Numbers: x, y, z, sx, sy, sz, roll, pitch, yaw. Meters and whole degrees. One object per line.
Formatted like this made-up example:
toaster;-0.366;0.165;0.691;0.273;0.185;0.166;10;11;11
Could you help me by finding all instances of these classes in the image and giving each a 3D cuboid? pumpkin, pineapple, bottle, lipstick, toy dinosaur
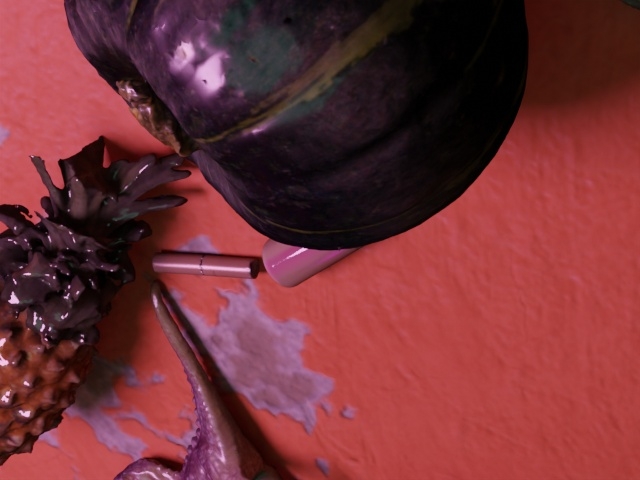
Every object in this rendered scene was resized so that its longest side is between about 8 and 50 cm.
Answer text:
pumpkin;-0.017;-0.145;1.035;0.323;0.323;0.241;44;87;-9
pineapple;-0.231;0.046;1.350;0.169;0.169;0.340;40;121;-5
bottle;0.000;0.000;1.283;0.096;0.045;0.045;-30;106;33
lipstick;-0.098;0.021;1.353;0.094;0.019;0.019;4;123;22
toy dinosaur;-0.102;0.185;1.434;0.200;0.072;0.251;30;139;15

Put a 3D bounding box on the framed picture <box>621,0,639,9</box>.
framed picture;0.284;-0.215;1.037;0.281;0.019;0.209;32;128;0
